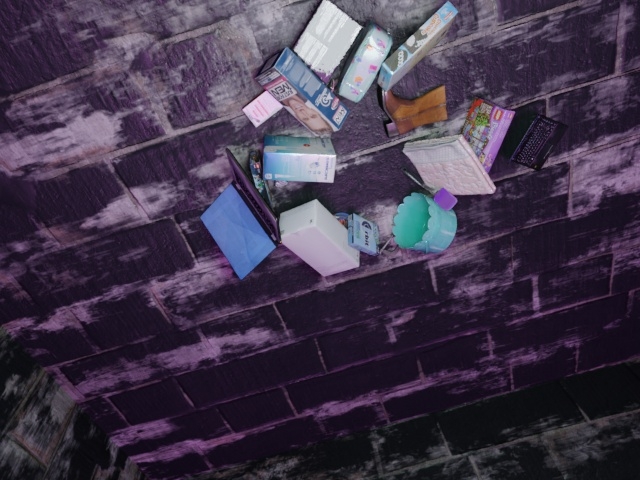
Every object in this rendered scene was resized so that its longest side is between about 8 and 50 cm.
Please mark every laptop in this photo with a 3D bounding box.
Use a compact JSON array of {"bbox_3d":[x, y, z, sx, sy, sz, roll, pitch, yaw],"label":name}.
[{"bbox_3d":[0.979,-0.431,1.893,0.264,0.137,0.235,16,119,-15],"label":"laptop"},{"bbox_3d":[-0.362,-0.096,1.783,0.236,0.382,0.408,-33,164,-14],"label":"laptop"}]

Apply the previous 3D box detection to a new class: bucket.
[{"bbox_3d":[0.491,-0.072,1.984,0.182,0.281,0.281,15,119,-25],"label":"bucket"}]

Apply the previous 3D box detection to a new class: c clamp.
[{"bbox_3d":[0.359,0.022,2.168,0.137,0.022,0.161,30,114,-22],"label":"c clamp"}]

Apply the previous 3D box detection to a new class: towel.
[{"bbox_3d":[0.549,-0.312,1.830,0.317,0.331,0.053,46,71,-27],"label":"towel"}]

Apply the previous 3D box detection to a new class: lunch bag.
[{"bbox_3d":[0.166,-0.685,1.602,0.107,0.224,0.279,24,122,-14],"label":"lunch bag"}]

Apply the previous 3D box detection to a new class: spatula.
[{"bbox_3d":[0.486,-0.246,1.922,0.084,0.296,0.030,-47,164,-13],"label":"spatula"}]

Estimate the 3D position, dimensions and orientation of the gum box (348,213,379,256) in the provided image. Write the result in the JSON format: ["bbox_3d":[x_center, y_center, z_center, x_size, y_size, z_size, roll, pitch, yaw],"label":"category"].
[{"bbox_3d":[0.209,-0.025,2.020,0.184,0.157,0.041,22,147,-37],"label":"gum box"}]

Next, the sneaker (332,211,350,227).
[{"bbox_3d":[0.058,-0.086,2.030,0.220,0.087,0.083,3,122,-8],"label":"sneaker"}]

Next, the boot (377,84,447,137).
[{"bbox_3d":[0.391,-0.586,1.759,0.280,0.096,0.264,-19,118,3],"label":"boot"}]

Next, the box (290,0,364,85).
[{"bbox_3d":[0.013,-0.754,1.607,0.184,0.103,0.261,32,113,-18],"label":"box"}]

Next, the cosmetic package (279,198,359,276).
[{"bbox_3d":[0.000,0.000,1.954,0.217,0.156,0.385,-17,139,28],"label":"cosmetic package"}]

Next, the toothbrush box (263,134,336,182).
[{"bbox_3d":[-0.094,-0.347,1.778,0.294,0.216,0.126,2,121,-7],"label":"toothbrush box"}]

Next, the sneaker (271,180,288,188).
[{"bbox_3d":[-0.203,-0.273,1.915,0.069,0.038,0.098,-40,117,16],"label":"sneaker"}]

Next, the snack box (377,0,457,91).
[{"bbox_3d":[0.356,-0.717,1.575,0.322,0.187,0.060,-43,89,2],"label":"snack box"}]

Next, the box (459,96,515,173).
[{"bbox_3d":[0.689,-0.444,1.812,0.057,0.201,0.294,-1,122,-25],"label":"box"}]

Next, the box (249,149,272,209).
[{"bbox_3d":[-0.259,-0.260,1.845,0.044,0.159,0.233,-12,122,0],"label":"box"}]

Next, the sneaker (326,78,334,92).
[{"bbox_3d":[0.022,-0.611,1.734,0.057,0.047,0.120,20,117,-4],"label":"sneaker"}]

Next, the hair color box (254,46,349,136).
[{"bbox_3d":[-0.069,-0.567,1.644,0.347,0.173,0.105,36,74,-29],"label":"hair color box"}]

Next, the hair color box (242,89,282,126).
[{"bbox_3d":[-0.228,-0.557,1.730,0.167,0.053,0.093,-33,119,12],"label":"hair color box"}]
